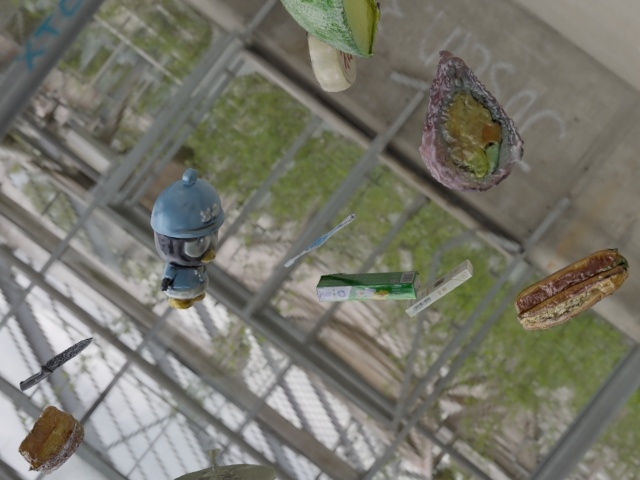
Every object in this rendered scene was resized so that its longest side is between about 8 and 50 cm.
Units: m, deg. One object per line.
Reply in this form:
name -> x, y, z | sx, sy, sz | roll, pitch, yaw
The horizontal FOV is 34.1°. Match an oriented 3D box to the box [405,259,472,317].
box -> 0.263, 0.105, 2.303 | 0.024, 0.167, 0.090 | 53, -166, -5

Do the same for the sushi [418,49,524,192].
sushi -> 0.235, -0.193, 1.810 | 0.241, 0.161, 0.107 | 51, -178, -17

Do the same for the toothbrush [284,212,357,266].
toothbrush -> 0.000, 0.000, 1.883 | 0.014, 0.162, 0.017 | 57, -166, 15

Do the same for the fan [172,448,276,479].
fan -> -0.218, 0.476, 2.175 | 0.233, 0.012, 0.414 | -5, -178, -11

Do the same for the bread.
bread -> -0.549, 0.417, 2.138 | 0.077, 0.139, 0.271 | 33, 161, 2

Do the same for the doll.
doll -> -0.281, -0.007, 2.228 | 0.141, 0.314, 0.177 | 17, -150, 26

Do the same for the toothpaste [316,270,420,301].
toothpaste -> 0.084, 0.081, 1.825 | 0.043, 0.178, 0.037 | -69, -29, -54

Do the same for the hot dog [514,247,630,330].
hot dog -> 0.522, 0.107, 2.170 | 0.072, 0.269, 0.115 | 42, -143, -25

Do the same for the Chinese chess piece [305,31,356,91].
Chinese chess piece -> 0.018, -0.302, 1.693 | 0.122, 0.051, 0.122 | -10, -90, -74

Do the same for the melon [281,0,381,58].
melon -> -0.005, -0.386, 1.394 | 0.169, 0.265, 0.129 | 15, -164, 30

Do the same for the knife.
knife -> -0.438, 0.203, 1.725 | 0.023, 0.170, 0.010 | 50, -161, -19
